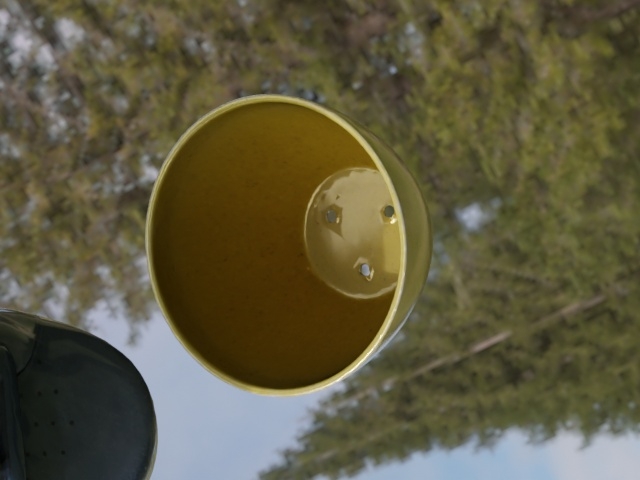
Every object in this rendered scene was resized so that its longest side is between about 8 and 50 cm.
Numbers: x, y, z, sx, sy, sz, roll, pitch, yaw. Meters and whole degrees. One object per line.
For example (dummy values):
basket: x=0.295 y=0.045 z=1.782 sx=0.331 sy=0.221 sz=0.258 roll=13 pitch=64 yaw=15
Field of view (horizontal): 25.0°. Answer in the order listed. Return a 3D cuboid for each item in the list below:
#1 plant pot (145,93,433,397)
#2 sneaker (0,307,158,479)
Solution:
plant pot: x=0.000 y=0.000 z=0.677 sx=0.095 sy=0.134 sz=0.134 roll=-7 pitch=-111 yaw=-61
sneaker: x=-0.184 y=0.068 z=0.489 sx=0.350 sy=0.148 sz=0.131 roll=-1 pitch=-109 yaw=-41
